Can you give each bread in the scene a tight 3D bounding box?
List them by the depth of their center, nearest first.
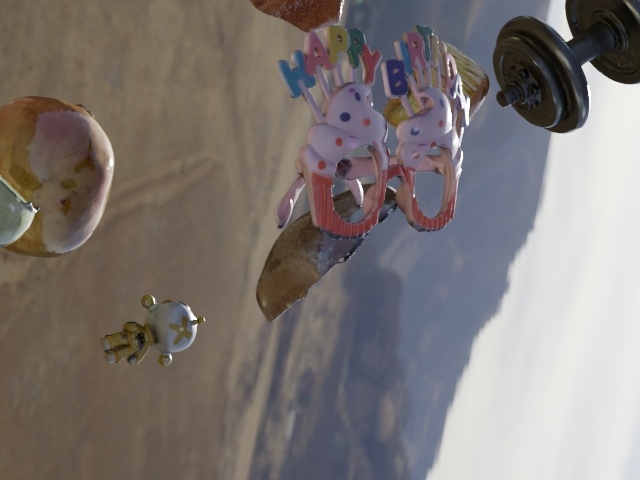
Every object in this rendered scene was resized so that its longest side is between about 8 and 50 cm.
[{"bbox_3d":[0.161,-0.197,1.914,0.132,0.114,0.190,-55,-179,0],"label":"bread"},{"bbox_3d":[-0.017,-0.398,2.232,0.119,0.192,0.067,55,35,-38],"label":"bread"}]

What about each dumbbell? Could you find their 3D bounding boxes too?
[{"bbox_3d":[0.373,-0.273,2.012,0.290,0.192,0.192,-33,157,-17],"label":"dumbbell"}]

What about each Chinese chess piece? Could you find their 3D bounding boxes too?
[{"bbox_3d":[-0.468,-0.075,1.863,0.083,0.188,0.188,-45,171,-6],"label":"Chinese chess piece"}]

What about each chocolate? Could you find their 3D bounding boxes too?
[{"bbox_3d":[0.000,-0.001,1.814,0.161,0.083,0.261,-42,180,41],"label":"chocolate"}]

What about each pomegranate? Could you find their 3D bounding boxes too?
[{"bbox_3d":[-0.436,-0.113,2.194,0.252,0.229,0.270,101,9,-46],"label":"pomegranate"}]

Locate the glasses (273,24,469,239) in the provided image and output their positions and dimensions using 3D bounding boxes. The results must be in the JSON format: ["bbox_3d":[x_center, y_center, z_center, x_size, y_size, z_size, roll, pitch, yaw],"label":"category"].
[{"bbox_3d":[0.035,-0.090,1.083,0.255,0.095,0.162,-7,104,-54],"label":"glasses"}]

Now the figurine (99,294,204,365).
[{"bbox_3d":[-0.243,0.130,1.982,0.068,0.143,0.101,-164,-99,-65],"label":"figurine"}]

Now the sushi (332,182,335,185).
[{"bbox_3d":[-0.001,-0.110,2.136,0.050,0.047,0.099,-44,-147,35],"label":"sushi"}]
